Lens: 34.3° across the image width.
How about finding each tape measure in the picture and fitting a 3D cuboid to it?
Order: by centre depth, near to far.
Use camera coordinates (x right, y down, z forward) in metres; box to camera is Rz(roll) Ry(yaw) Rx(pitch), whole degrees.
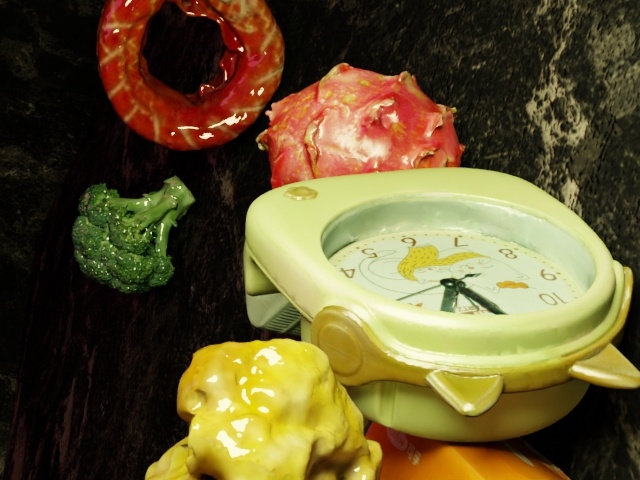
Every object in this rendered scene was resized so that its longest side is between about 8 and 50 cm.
[{"bbox_3d":[0.000,0.000,1.350,0.235,0.115,0.207,-41,42,43],"label":"tape measure"}]

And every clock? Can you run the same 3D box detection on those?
[{"bbox_3d":[0.106,0.052,0.868,0.348,0.286,0.117,-127,36,-57],"label":"clock"}]

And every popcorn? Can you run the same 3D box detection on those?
[{"bbox_3d":[-0.044,0.234,0.755,0.265,0.225,0.332,-14,-73,-83],"label":"popcorn"}]

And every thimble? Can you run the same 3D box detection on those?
[{"bbox_3d":[-0.241,-0.345,1.885,0.350,0.350,0.230,-65,18,13],"label":"thimble"}]

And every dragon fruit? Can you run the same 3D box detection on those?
[{"bbox_3d":[0.033,-0.099,1.175,0.268,0.210,0.205,19,88,36],"label":"dragon fruit"}]

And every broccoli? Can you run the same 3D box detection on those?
[{"bbox_3d":[-0.378,-0.026,2.098,0.270,0.270,0.270,-40,24,-4],"label":"broccoli"}]

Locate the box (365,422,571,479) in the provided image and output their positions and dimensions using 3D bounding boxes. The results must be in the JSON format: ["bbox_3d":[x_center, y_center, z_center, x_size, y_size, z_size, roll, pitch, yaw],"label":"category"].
[{"bbox_3d":[0.089,0.318,0.847,0.341,0.143,0.225,-69,23,7],"label":"box"}]

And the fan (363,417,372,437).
[{"bbox_3d":[0.060,0.226,1.155,0.229,0.011,0.335,-47,32,44],"label":"fan"}]
